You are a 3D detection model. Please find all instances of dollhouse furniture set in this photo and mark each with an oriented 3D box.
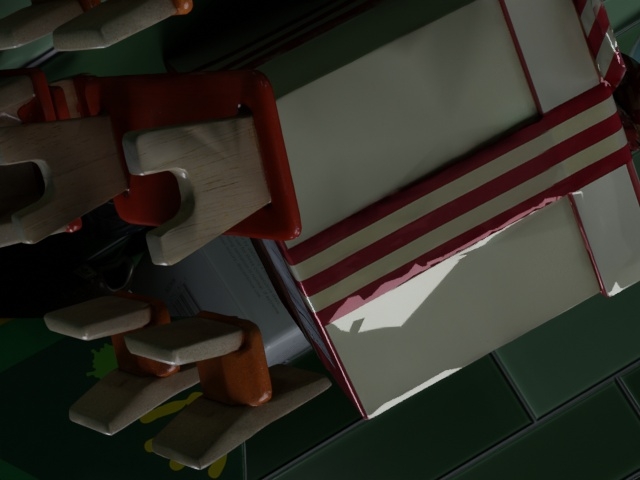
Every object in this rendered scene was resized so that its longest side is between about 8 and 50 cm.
[{"bbox_3d":[-0.105,-0.047,0.618,0.135,0.262,0.259,-25,-158,-39],"label":"dollhouse furniture set"}]

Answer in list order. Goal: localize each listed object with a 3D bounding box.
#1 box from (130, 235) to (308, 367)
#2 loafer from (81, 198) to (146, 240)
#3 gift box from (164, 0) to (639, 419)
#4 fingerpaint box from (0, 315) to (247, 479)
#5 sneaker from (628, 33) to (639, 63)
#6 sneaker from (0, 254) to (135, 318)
[{"bbox_3d":[0.000,0.000,1.220,0.345,0.168,0.215,-29,170,-30],"label":"box"},{"bbox_3d":[-0.124,-0.054,0.974,0.170,0.062,0.061,-29,165,-17],"label":"loafer"},{"bbox_3d":[0.065,-0.078,0.770,0.258,0.276,0.255,-27,-151,-8],"label":"gift box"},{"bbox_3d":[-0.273,0.208,1.033,0.371,0.163,0.445,1,159,-11],"label":"fingerpaint box"},{"bbox_3d":[0.519,-0.305,1.439,0.319,0.127,0.208,-41,171,3],"label":"sneaker"},{"bbox_3d":[-0.253,0.048,1.128,0.071,0.066,0.188,-55,165,19],"label":"sneaker"}]
